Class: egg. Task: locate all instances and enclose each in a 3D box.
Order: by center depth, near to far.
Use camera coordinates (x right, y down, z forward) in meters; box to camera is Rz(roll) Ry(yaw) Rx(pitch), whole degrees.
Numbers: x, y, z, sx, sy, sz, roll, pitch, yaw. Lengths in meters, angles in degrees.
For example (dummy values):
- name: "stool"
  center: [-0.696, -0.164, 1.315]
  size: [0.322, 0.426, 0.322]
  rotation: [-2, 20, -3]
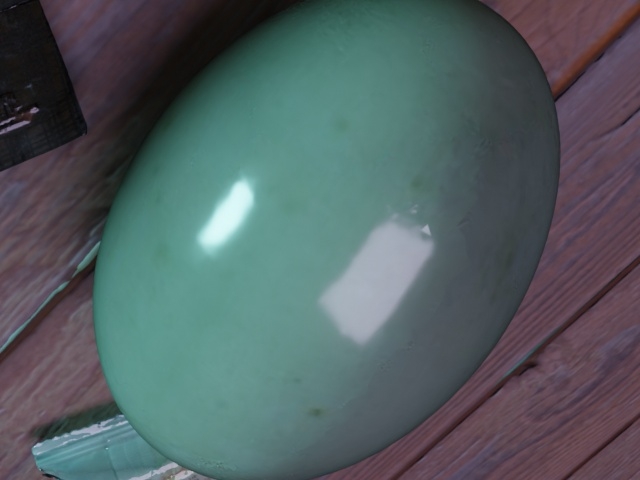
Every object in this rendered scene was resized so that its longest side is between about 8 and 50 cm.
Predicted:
- name: "egg"
  center: [0.000, 0.000, 0.861]
  size: [0.276, 0.276, 0.389]
  rotation: [19, 121, -36]

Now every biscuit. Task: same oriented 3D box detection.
- name: "biscuit"
  center: [-0.131, 0.259, 1.176]
  size: [0.186, 0.079, 0.309]
  rotation: [-22, 136, -2]

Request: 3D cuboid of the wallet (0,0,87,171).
- name: "wallet"
  center: [-0.247, -0.143, 0.720]
  size: [0.169, 0.044, 0.317]
  rotation: [-24, 142, -13]
